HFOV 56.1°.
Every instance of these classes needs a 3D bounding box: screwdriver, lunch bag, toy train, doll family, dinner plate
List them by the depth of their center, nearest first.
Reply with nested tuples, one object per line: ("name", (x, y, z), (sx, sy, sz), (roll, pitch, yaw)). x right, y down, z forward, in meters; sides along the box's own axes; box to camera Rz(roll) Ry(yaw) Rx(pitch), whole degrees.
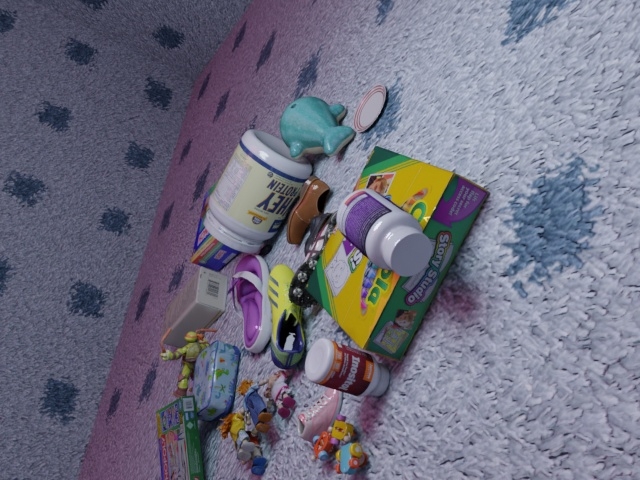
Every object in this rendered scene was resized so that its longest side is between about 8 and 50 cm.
("toy train", (0.039, 0.415, 1.166), (0.125, 0.046, 0.166), (-64, 23, 10))
("doll family", (-0.171, 0.424, 1.469), (0.263, 0.118, 0.163), (-64, 26, 7))
("dinner plate", (0.136, -0.355, 1.626), (0.141, 0.017, 0.141), (-43, 35, 41))
("lunch bag", (-0.319, 0.420, 1.791), (0.176, 0.090, 0.219), (-41, 37, 42))
("screwdriver", (-0.203, 0.053, 1.943), (0.170, 0.024, 0.025), (-40, 9, 47))

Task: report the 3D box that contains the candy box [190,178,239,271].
("candy box", (-0.352, -0.082, 2.220), (0.268, 0.122, 0.317), (-36, 41, 46))

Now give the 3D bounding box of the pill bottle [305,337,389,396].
("pill bottle", (0.054, 0.247, 1.145), (0.086, 0.152, 0.086), (-43, 35, 40))

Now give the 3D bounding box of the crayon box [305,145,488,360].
("crayon box", (0.135, 0.010, 1.231), (0.363, 0.106, 0.313), (-64, 26, 6))

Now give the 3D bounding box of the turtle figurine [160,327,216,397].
("turtle figurine", (-0.406, 0.382, 1.928), (0.087, 0.269, 0.217), (2, 92, 25))

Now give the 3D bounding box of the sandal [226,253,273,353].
("sandal", (-0.222, 0.158, 1.796), (0.169, 0.102, 0.416), (-58, 29, 19))

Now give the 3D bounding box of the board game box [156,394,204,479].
("board game box", (-0.404, 0.630, 1.731), (0.213, 0.046, 0.317), (-37, 57, 46))

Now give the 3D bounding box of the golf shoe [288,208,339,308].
("golf shoe", (0.015, 0.043, 1.473), (0.273, 0.105, 0.120), (-57, 11, 8))

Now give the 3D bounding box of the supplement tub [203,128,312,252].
("supplement tub", (-0.198, -0.148, 1.847), (0.325, 0.235, 0.235), (-58, 27, 19))

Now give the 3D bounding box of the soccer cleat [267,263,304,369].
("soccer cleat", (-0.080, 0.177, 1.507), (0.121, 0.093, 0.289), (115, 156, -54))

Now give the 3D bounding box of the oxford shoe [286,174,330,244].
("oxford shoe", (-0.035, -0.070, 1.673), (0.076, 0.076, 0.212), (34, 116, 24))

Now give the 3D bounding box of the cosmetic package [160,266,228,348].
("cosmetic package", (-0.456, 0.248, 2.165), (0.309, 0.113, 0.160), (-45, 34, 40))

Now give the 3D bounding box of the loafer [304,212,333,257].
("loafer", (0.000, 0.000, 1.554), (0.061, 0.062, 0.170), (-30, 46, 45))

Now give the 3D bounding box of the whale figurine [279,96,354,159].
("whale figurine", (-0.018, -0.330, 1.739), (0.216, 0.141, 0.272), (-44, 36, -5))

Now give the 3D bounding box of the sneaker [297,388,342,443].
("sneaker", (-0.005, 0.360, 1.262), (0.051, 0.070, 0.134), (12, 80, 66))

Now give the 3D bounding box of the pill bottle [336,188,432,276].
("pill bottle", (0.113, -0.013, 1.063), (0.108, 0.108, 0.193), (-62, 31, 11))
